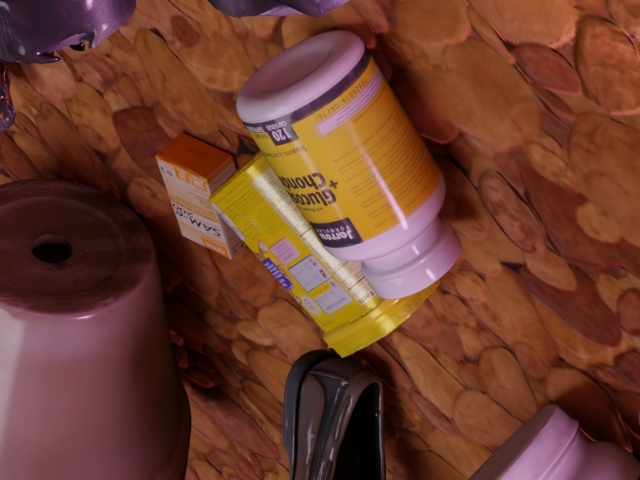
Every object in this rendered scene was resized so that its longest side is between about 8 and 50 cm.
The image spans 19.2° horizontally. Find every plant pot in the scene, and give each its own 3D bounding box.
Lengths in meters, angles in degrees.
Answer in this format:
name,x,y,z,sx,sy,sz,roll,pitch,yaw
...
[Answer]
name,x,y,z,sx,sy,sz,roll,pitch,yaw
plant pot,-0.270,0.104,1.802,0.323,0.323,0.280,33,134,22

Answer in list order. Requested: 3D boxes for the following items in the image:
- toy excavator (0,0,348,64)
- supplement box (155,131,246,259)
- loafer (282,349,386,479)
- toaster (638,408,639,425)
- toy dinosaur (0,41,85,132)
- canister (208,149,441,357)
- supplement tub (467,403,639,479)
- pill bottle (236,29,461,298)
name,x,y,z,sx,sy,sz,roll,pitch,yaw
toy excavator,-0.183,-0.333,1.160,0.433,0.445,0.222,-7,136,5
supplement box,-0.097,-0.037,1.614,0.062,0.036,0.098,25,147,34
loafer,0.021,0.232,1.678,0.084,0.096,0.267,9,109,46
toaster,0.305,0.099,1.178,0.185,0.110,0.168,40,153,9
toy dinosaur,-0.329,-0.207,1.591,0.218,0.164,0.322,41,179,43
canister,0.000,0.000,1.496,0.170,0.073,0.126,48,152,-4
supplement tub,0.222,0.277,1.447,0.272,0.191,0.191,43,153,3
pill bottle,0.026,-0.051,1.356,0.103,0.103,0.184,1,130,53
